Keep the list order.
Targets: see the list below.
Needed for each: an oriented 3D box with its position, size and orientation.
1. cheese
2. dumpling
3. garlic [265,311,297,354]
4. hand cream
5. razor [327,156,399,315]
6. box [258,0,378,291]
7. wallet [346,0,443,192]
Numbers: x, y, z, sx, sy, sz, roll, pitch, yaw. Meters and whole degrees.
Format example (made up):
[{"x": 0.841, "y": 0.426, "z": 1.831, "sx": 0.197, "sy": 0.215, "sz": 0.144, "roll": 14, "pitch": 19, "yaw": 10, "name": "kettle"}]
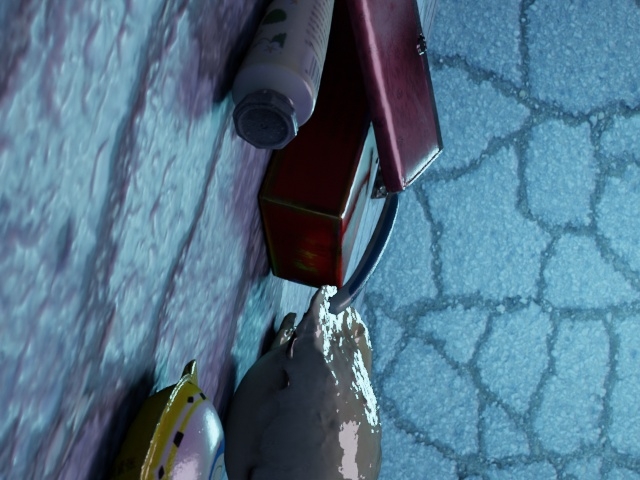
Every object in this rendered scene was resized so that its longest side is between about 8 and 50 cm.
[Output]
[{"x": -0.111, "y": 0.190, "z": 0.577, "sx": 0.157, "sy": 0.064, "sz": 0.250, "roll": 95, "pitch": 9, "yaw": -47, "name": "cheese"}, {"x": 0.007, "y": 0.196, "z": 0.974, "sx": 0.243, "sy": 0.175, "sz": 0.227, "roll": -53, "pitch": 158, "yaw": 16, "name": "dumpling"}, {"x": -0.026, "y": 0.166, "z": 1.127, "sx": 0.124, "sy": 0.099, "sz": 0.174, "roll": -63, "pitch": 179, "yaw": 20, "name": "garlic"}, {"x": -0.016, "y": -0.176, "z": 0.698, "sx": 0.095, "sy": 0.059, "sz": 0.276, "roll": 98, "pitch": 4, "yaw": -48, "name": "hand cream"}, {"x": 0.049, "y": -0.001, "z": 0.902, "sx": 0.068, "sy": 0.037, "sz": 0.191, "roll": 98, "pitch": 11, "yaw": -51, "name": "razor"}, {"x": 0.025, "y": -0.126, "z": 0.968, "sx": 0.197, "sy": 0.089, "sz": 0.313, "roll": 85, "pitch": 19, "yaw": -66, "name": "box"}, {"x": 0.070, "y": -0.172, "z": 0.862, "sx": 0.119, "sy": 0.025, "sz": 0.232, "roll": -43, "pitch": 127, "yaw": -48, "name": "wallet"}]
